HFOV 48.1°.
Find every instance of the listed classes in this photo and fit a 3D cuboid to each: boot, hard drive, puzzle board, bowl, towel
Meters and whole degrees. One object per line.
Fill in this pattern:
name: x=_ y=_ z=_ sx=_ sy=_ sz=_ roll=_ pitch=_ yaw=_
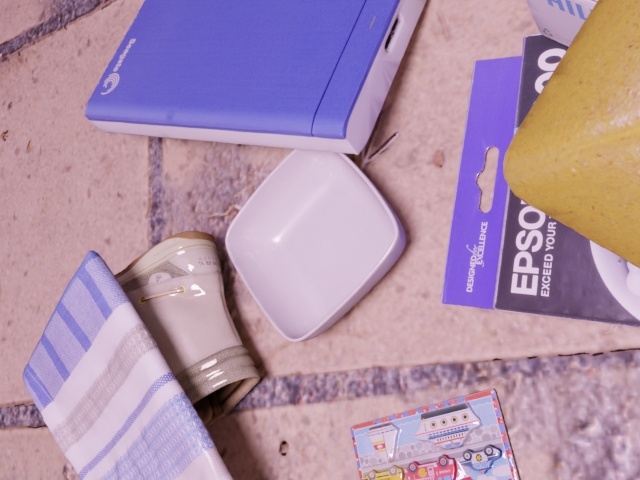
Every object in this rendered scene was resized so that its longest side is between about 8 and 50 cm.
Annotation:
boot: x=-0.160 y=0.111 z=0.681 sx=0.213 sy=0.077 sz=0.165 roll=-35 pitch=65 yaw=23
hard drive: x=-0.066 y=-0.188 z=0.672 sx=0.318 sy=0.040 sz=0.210 roll=10 pitch=69 yaw=35
puzzle board: x=0.084 y=0.174 z=0.538 sx=0.128 sy=0.011 sz=0.096 roll=-23 pitch=68 yaw=28
bowl: x=0.000 y=0.000 z=0.608 sx=0.142 sy=0.053 sz=0.142 roll=-48 pitch=58 yaw=17
towel: x=-0.173 y=0.179 z=0.634 sx=0.285 sy=0.034 sz=0.209 roll=55 pitch=130 yaw=18

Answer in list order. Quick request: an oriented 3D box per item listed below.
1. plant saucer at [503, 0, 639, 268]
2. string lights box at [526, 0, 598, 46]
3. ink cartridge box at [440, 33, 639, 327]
plant saucer: x=0.308 y=-0.089 z=0.313 sx=0.333 sy=0.081 sz=0.333 roll=32 pitch=94 yaw=9
string lights box: x=0.259 y=-0.224 z=0.436 sx=0.260 sy=0.077 sz=0.133 roll=-49 pitch=52 yaw=3
ink cartridge box: x=0.183 y=-0.046 z=0.500 sx=0.208 sy=0.045 sz=0.206 roll=3 pitch=81 yaw=36
